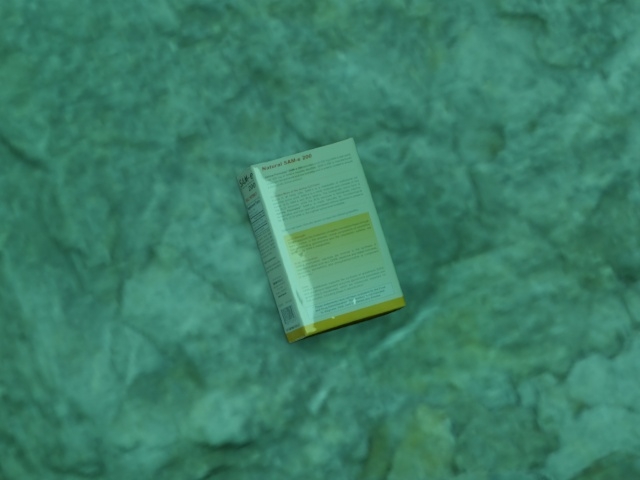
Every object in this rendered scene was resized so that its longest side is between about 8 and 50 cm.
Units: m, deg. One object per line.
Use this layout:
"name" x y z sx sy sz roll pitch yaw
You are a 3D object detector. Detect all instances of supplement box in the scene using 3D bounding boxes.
"supplement box" 0.000 0.000 1.092 0.062 0.036 0.098 -15 85 -18
